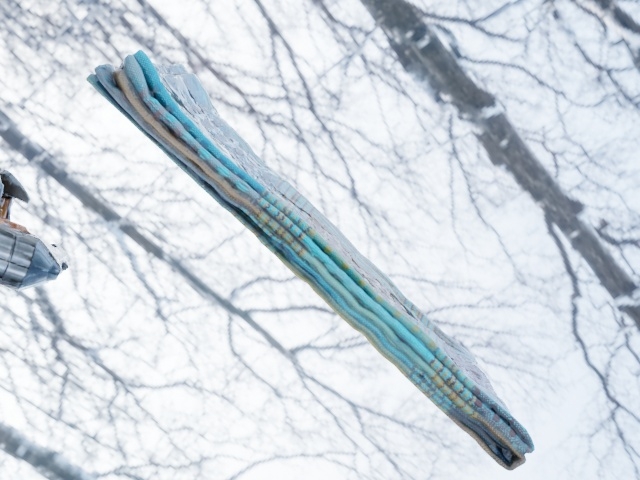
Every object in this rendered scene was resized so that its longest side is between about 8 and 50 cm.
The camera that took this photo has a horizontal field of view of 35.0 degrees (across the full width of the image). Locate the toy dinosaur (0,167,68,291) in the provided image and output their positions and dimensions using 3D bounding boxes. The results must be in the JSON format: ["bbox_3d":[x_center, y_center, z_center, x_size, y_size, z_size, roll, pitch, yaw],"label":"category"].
[{"bbox_3d":[-0.192,-0.035,0.341,0.322,0.219,0.164,127,-15,-68],"label":"toy dinosaur"}]

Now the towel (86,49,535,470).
[{"bbox_3d":[0.000,0.000,0.761,0.040,0.370,0.271,-46,-175,5],"label":"towel"}]
